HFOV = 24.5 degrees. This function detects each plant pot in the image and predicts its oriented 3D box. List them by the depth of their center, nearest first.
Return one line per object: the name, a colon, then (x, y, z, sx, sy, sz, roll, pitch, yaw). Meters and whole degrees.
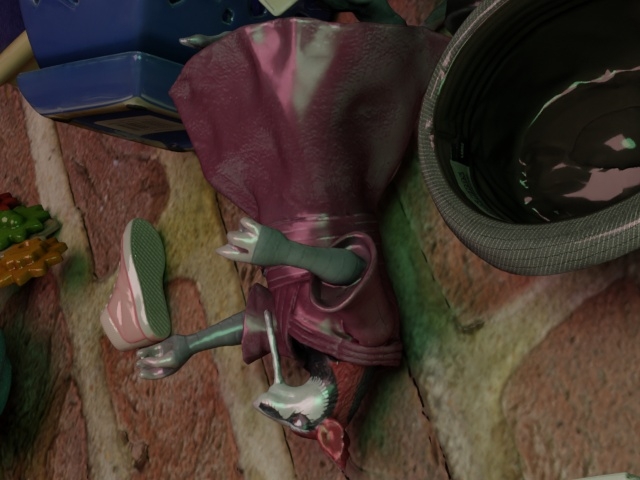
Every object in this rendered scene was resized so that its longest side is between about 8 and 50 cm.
plant pot: (-0.139, -0.203, 1.367, 0.236, 0.236, 0.212, -1, 80, 48)

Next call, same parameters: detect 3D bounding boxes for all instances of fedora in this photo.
fedora: (0.202, -0.083, 1.005, 0.275, 0.124, 0.244, -25, 57, 34)

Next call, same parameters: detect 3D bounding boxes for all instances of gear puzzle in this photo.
gear puzzle: (-0.394, -0.002, 1.633, 0.175, 0.044, 0.339, -36, 31, -26)

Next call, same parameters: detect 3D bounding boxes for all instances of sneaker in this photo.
sneaker: (-0.189, 0.047, 1.451, 0.070, 0.051, 0.134, -28, 59, 32)

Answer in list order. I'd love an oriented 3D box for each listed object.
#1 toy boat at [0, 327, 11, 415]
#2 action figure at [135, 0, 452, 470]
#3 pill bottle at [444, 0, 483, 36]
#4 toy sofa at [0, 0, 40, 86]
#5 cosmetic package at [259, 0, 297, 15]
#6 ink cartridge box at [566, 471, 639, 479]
toy boat: (-0.412, 0.226, 1.570, 0.267, 0.148, 0.318, -17, 57, 61)
action figure: (0.000, 0.000, 1.197, 0.248, 0.275, 0.370, -20, 79, 61)
pill bottle: (0.156, -0.262, 1.134, 0.122, 0.122, 0.219, -4, 72, 48)
toy sofa: (-0.316, -0.351, 1.664, 0.150, 0.177, 0.363, -31, 52, 37)
cosmetic package: (0.015, -0.315, 1.190, 0.153, 0.129, 0.296, -39, 10, 30)
ink cartridge box: (0.144, 0.241, 0.968, 0.203, 0.086, 0.148, -16, 63, 43)
